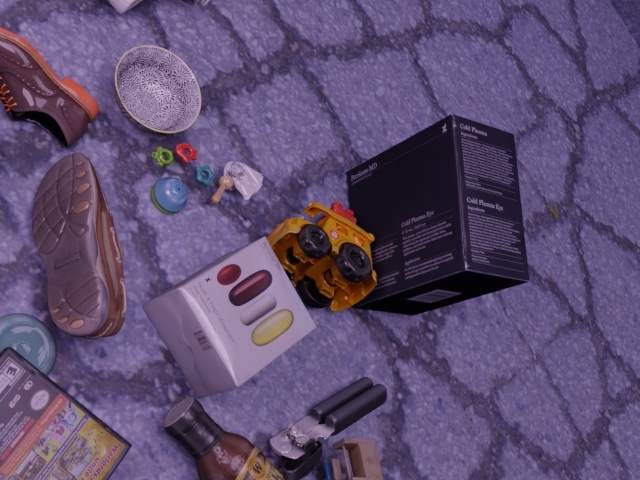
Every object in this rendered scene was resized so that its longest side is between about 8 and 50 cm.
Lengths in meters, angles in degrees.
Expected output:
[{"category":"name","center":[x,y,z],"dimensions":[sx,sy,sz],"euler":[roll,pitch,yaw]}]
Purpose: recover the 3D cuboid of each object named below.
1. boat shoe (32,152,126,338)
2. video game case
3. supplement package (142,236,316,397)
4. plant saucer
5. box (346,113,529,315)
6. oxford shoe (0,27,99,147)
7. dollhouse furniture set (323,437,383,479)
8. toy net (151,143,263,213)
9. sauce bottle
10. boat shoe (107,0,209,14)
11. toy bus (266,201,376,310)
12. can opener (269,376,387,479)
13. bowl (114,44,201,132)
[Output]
[{"category":"boat shoe","center":[-0.385,0.012,1.360],"dimensions":[0.116,0.123,0.324],"euler":[43,34,-63]},{"category":"video game case","center":[-0.452,0.339,1.216],"dimensions":[0.248,0.035,0.275],"euler":[45,57,-17]},{"category":"supplement package","center":[-0.157,0.134,1.460],"dimensions":[0.203,0.149,0.194],"euler":[-34,97,-40]},{"category":"plant saucer","center":[-0.463,0.169,1.289],"dimensions":[0.119,0.021,0.119],"euler":[14,66,-35]},{"category":"box","center":[0.227,-0.037,1.697],"dimensions":[0.179,0.343,0.312],"euler":[10,69,-34]},{"category":"oxford shoe","center":[-0.497,-0.260,1.366],"dimensions":[0.271,0.097,0.098],"euler":[36,62,-24]},{"category":"dollhouse furniture set","center":[0.074,0.480,1.549],"dimensions":[0.129,0.129,0.183],"euler":[12,53,-36]},{"category":"toy net","center":[-0.215,-0.121,1.576],"dimensions":[0.232,0.045,0.122],"euler":[-8,78,-42]},{"category":"sauce bottle","center":[-0.130,0.410,1.412],"dimensions":[0.344,0.111,0.111],"euler":[49,51,-15]},{"category":"boat shoe","center":[-0.260,-0.524,1.618],"dimensions":[0.367,0.136,0.156],"euler":[-37,98,-37]},{"category":"toy bus","center":[0.000,0.000,1.648],"dimensions":[0.220,0.149,0.211],"euler":[31,45,-24]},{"category":"can opener","center":[0.016,0.350,1.588],"dimensions":[0.280,0.074,0.093],"euler":[-28,127,-39]},{"category":"bowl","center":[-0.311,-0.262,1.521],"dimensions":[0.170,0.080,0.170],"euler":[14,66,-35]}]
